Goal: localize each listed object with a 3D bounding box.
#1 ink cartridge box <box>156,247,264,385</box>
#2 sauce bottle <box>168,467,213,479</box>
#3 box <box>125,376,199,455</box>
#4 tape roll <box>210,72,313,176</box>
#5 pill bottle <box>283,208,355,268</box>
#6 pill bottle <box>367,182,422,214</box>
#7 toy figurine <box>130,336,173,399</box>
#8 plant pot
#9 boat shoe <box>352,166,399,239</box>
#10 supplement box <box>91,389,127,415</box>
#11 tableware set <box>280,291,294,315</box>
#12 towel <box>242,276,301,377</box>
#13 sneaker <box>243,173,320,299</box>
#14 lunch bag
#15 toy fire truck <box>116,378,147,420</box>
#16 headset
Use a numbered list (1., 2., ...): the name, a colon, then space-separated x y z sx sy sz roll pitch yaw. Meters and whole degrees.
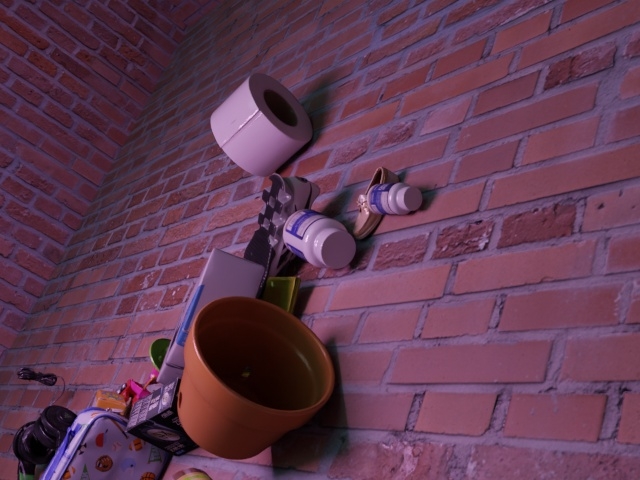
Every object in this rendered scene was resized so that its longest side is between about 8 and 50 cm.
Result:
1. ink cartridge box: -0.255 0.195 1.794 0.307 0.129 0.223 125 163 -53
2. sauce bottle: -0.196 0.535 1.452 0.111 0.111 0.344 -58 29 -7
3. box: -0.319 0.397 1.759 0.180 0.147 0.077 -32 34 36
4. tape roll: -0.165 -0.325 2.224 0.169 0.246 0.246 -38 31 29
5. pill bottle: 0.000 0.000 1.740 0.112 0.112 0.186 -56 28 -3
6. pill bottle: 0.155 -0.087 1.641 0.120 0.067 0.067 4 62 59
7. toy figurine: -0.416 0.337 2.023 0.159 0.130 0.173 -44 7 26
8. plant pot: -0.145 0.279 1.508 0.203 0.291 0.291 -59 23 29
9. boat shoe: 0.108 -0.085 1.721 0.063 0.059 0.170 4 62 59
10. supplement box: -0.579 0.512 2.052 0.233 0.078 0.080 -69 19 5
11. tableware set: -0.136 0.208 1.799 0.194 0.039 0.128 -44 29 20
12. towel: -0.113 0.190 1.745 0.102 0.021 0.237 -1 65 39
13. sneaker: -0.085 0.002 1.890 0.122 0.146 0.330 47 125 43
14. lunch bag: -0.505 0.535 1.794 0.115 0.243 0.303 1 60 58
15. toy fire truck: -0.522 0.451 2.127 0.192 0.047 0.135 -48 30 15
16. headset: -0.835 0.569 2.340 0.243 0.185 0.394 -36 44 31
